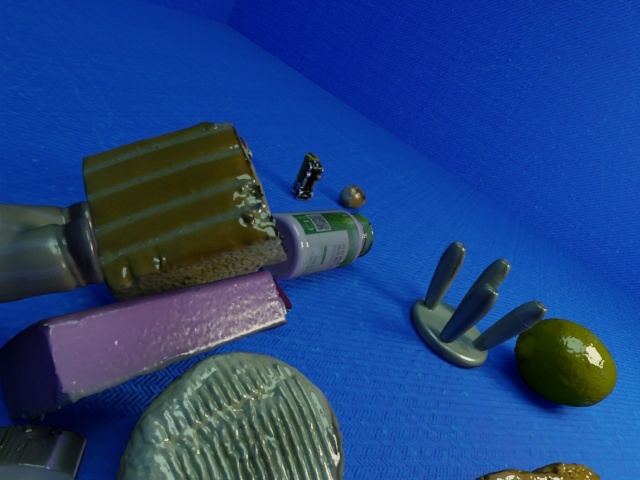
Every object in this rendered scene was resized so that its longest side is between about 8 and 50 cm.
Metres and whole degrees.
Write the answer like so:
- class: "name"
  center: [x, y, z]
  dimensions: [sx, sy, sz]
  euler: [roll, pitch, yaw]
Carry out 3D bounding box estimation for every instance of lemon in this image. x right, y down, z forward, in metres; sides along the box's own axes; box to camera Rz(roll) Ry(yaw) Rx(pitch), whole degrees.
- class: "lemon"
  center: [0.548, 0.272, 0.917]
  dimensions: [0.248, 0.184, 0.184]
  euler: [25, 29, -9]

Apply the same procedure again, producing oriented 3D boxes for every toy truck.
- class: "toy truck"
  center: [-0.037, -0.177, 1.145]
  dimensions: [0.052, 0.123, 0.063]
  euler: [5, 31, -38]

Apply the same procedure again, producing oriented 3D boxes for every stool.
- class: "stool"
  center: [0.329, 0.142, 0.899]
  dimensions: [0.195, 0.199, 0.195]
  euler: [16, 32, -21]

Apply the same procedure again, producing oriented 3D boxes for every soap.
- class: "soap"
  center: [-0.190, 0.109, 0.471]
  dimensions: [0.259, 0.181, 0.081]
  euler: [-11, 80, -50]

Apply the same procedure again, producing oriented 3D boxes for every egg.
- class: "egg"
  center: [0.100, -0.131, 1.257]
  dimensions: [0.083, 0.071, 0.071]
  euler: [32, 22, -37]

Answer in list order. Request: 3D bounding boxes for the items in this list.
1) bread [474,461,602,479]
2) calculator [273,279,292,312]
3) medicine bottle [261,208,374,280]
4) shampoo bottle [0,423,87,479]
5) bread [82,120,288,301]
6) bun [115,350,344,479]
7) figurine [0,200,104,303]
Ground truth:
- class: "bread"
  center: [0.303, 0.396, 0.534]
  dimensions: [0.294, 0.132, 0.167]
  euler: [11, 33, -30]
- class: "calculator"
  center: [-0.147, 0.073, 0.693]
  dimensions: [0.190, 0.034, 0.126]
  euler: [15, 12, -25]
- class: "medicine bottle"
  center: [0.000, 0.000, 0.883]
  dimensions: [0.274, 0.134, 0.133]
  euler: [-10, 48, -49]
- class: "shampoo bottle"
  center: [-0.255, 0.257, 0.307]
  dimensions: [0.086, 0.056, 0.228]
  euler: [17, 31, -21]
- class: "bread"
  center: [-0.192, -0.043, 0.605]
  dimensions: [0.245, 0.111, 0.239]
  euler: [-21, 64, -9]
- class: "bun"
  center: [-0.087, 0.235, 0.420]
  dimensions: [0.220, 0.134, 0.221]
  euler: [11, 55, -15]
- class: "figurine"
  center: [-0.384, 0.041, 0.325]
  dimensions: [0.380, 0.203, 0.248]
  euler: [-16, 50, -22]
